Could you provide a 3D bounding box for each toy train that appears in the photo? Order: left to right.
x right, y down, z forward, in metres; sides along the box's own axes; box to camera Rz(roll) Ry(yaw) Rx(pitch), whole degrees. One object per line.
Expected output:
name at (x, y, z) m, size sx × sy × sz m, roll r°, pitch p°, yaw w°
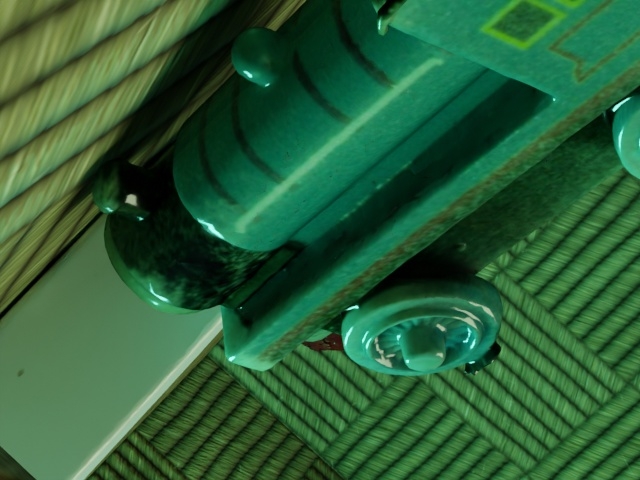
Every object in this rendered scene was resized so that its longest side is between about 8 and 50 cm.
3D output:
toy train at (0.041, -0.052, 0.672) m, size 0.298 × 0.194 × 0.120 m, roll -40°, pitch -134°, yaw 38°

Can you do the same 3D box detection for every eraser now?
eraser at (-0.095, 0.039, 0.816) m, size 0.298 × 0.076 × 0.078 m, roll -47°, pitch 179°, yaw -17°

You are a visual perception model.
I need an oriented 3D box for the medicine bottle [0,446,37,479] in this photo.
medicine bottle at (-0.097, 0.179, 0.549) m, size 0.165 × 0.273 × 0.165 m, roll -49°, pitch 179°, yaw -1°

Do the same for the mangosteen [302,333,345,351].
mangosteen at (0.000, 0.000, 1.310) m, size 0.166 × 0.166 × 0.180 m, roll -48°, pitch -151°, yaw -8°
